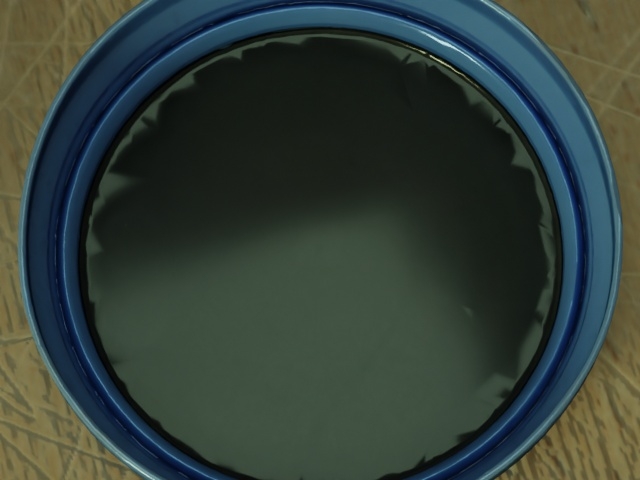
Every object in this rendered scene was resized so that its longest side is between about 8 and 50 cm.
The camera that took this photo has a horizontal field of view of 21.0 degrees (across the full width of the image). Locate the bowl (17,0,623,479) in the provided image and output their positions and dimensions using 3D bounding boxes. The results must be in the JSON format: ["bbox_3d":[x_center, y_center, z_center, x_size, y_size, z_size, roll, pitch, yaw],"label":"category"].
[{"bbox_3d":[0.000,0.000,1.140,0.391,0.077,0.391,0,74,1],"label":"bowl"}]
